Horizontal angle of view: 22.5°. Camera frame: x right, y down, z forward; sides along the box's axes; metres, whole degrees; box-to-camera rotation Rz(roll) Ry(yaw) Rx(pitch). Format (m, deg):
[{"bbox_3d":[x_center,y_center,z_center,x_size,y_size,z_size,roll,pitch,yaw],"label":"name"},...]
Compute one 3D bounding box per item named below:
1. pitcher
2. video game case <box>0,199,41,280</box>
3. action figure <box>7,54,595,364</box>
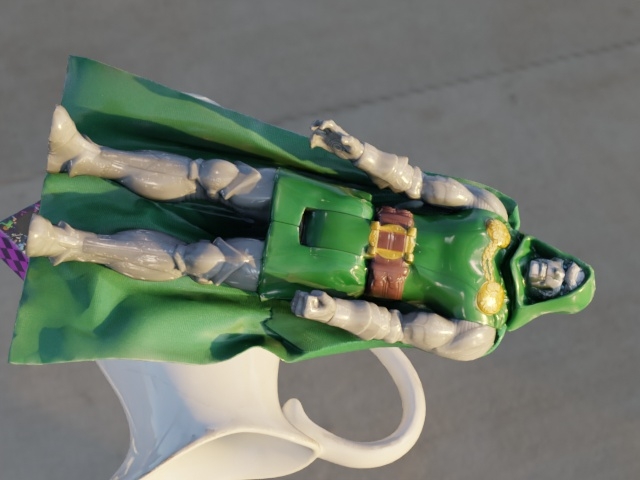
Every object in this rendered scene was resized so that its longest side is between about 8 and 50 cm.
[{"bbox_3d":[-0.046,0.030,0.837,0.178,0.125,0.207,-4,64,-18],"label":"pitcher"},{"bbox_3d":[-0.145,0.022,1.458,0.232,0.042,0.210,40,50,22],"label":"video game case"},{"bbox_3d":[0.000,0.000,0.657,0.232,0.063,0.137,9,73,-7],"label":"action figure"}]
